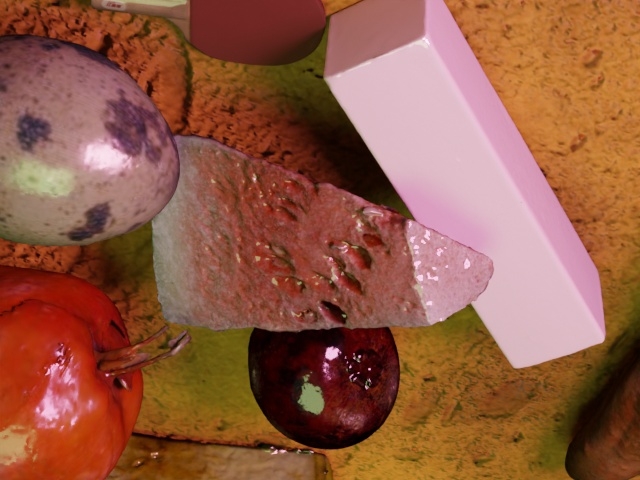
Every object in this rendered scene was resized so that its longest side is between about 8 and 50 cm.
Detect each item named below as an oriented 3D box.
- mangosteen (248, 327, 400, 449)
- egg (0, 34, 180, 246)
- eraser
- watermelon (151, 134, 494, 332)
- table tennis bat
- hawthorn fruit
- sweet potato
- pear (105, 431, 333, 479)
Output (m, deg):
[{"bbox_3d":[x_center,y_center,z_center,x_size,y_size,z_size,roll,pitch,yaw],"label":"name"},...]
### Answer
[{"bbox_3d":[-0.006,0.099,1.109,0.140,0.140,0.140,3,133,3],"label":"mangosteen"},{"bbox_3d":[-0.181,-0.065,0.949,0.182,0.141,0.141,15,133,7],"label":"egg"},{"bbox_3d":[0.107,-0.039,0.991,0.076,0.078,0.298,-20,127,22],"label":"eraser"},{"bbox_3d":[0.000,0.000,0.984,0.241,0.094,0.154,15,127,29],"label":"watermelon"},{"bbox_3d":[-0.074,-0.153,0.943,0.157,0.013,0.087,6,143,-1],"label":"table tennis bat"},{"bbox_3d":[-0.223,0.114,1.071,0.299,0.211,0.211,-13,130,24],"label":"hawthorn fruit"},{"bbox_3d":[0.286,0.097,1.094,0.114,0.092,0.341,28,134,14],"label":"sweet potato"},{"bbox_3d":[-0.136,0.301,1.276,0.293,0.159,0.292,3,136,3],"label":"pear"}]
